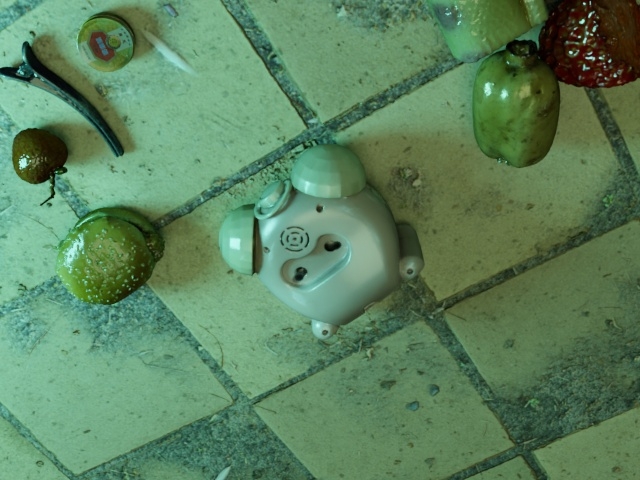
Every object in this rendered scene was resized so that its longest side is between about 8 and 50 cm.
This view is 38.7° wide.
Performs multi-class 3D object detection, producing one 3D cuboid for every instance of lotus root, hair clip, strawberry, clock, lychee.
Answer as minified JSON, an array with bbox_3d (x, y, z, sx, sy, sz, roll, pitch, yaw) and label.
[{"bbox_3d":[0.359,-0.247,1.676,0.160,0.146,0.284,6,139,11],"label":"lotus root"},{"bbox_3d":[-0.470,-0.255,1.720,0.083,0.048,0.275,-42,116,16],"label":"hair clip"},{"bbox_3d":[0.485,-0.369,1.641,0.178,0.234,0.234,-17,126,44],"label":"strawberry"},{"bbox_3d":[0.000,0.000,1.830,0.342,0.184,0.326,-39,111,14],"label":"clock"},{"bbox_3d":[-0.536,-0.148,1.743,0.101,0.114,0.140,-6,112,53],"label":"lychee"}]

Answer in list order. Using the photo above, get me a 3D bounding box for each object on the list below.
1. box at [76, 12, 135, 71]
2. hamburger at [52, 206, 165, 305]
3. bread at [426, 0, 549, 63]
[{"bbox_3d":[-0.390,-0.362,1.662,0.105,0.037,0.105,-1,122,-2],"label":"box"},{"bbox_3d":[-0.425,0.031,1.853,0.215,0.122,0.189,-31,116,13],"label":"hamburger"},{"bbox_3d":[0.245,-0.485,1.546,0.187,0.155,0.338,-31,117,5],"label":"bread"}]
